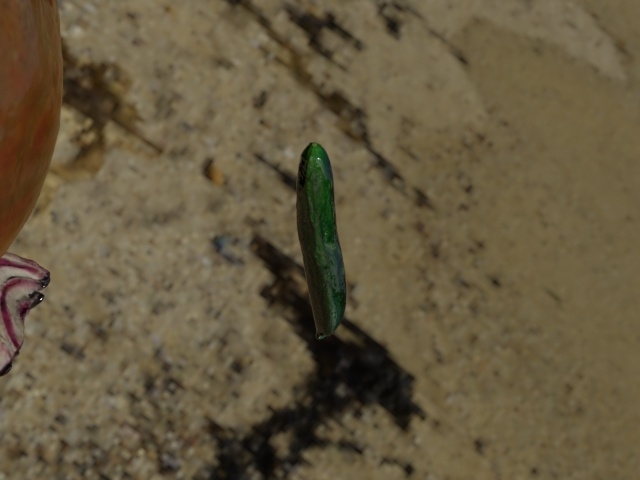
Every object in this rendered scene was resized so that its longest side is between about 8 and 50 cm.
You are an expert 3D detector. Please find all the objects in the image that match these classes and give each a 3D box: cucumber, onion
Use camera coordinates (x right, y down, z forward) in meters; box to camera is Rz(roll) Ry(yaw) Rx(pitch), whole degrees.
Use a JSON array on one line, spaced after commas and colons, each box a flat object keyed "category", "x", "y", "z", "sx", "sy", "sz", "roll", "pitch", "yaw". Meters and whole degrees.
[{"category": "cucumber", "x": 0.000, "y": 0.000, "z": 1.258, "sx": 0.033, "sy": 0.184, "sz": 0.036, "roll": -9, "pitch": 38, "yaw": -1}, {"category": "onion", "x": -0.485, "y": 0.118, "z": 2.005, "sx": 0.146, "sy": 0.280, "sz": 0.314, "roll": 55, "pitch": 11, "yaw": -25}]

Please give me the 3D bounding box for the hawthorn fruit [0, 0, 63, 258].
[{"category": "hawthorn fruit", "x": -0.288, "y": -0.073, "z": 0.979, "sx": 0.267, "sy": 0.301, "sz": 0.268, "roll": 9, "pitch": 12, "yaw": -2}]
